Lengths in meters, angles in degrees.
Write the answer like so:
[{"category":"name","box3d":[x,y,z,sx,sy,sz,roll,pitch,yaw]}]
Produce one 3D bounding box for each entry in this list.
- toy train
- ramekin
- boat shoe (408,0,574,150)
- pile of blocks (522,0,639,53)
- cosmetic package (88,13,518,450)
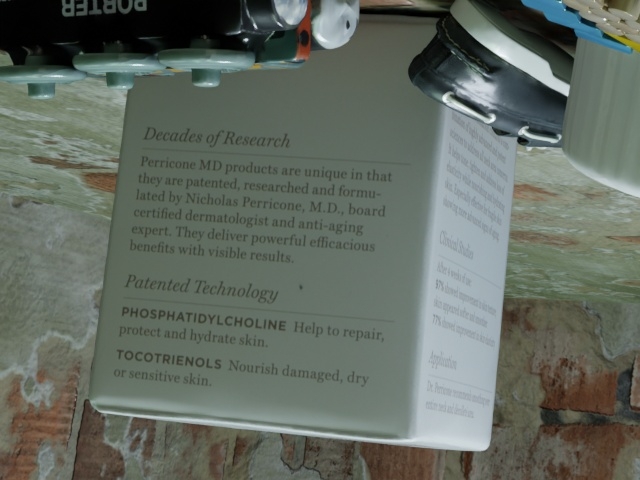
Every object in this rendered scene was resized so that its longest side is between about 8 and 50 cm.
[{"category":"toy train","box3d":[-0.131,-0.192,1.490,0.334,0.142,0.190,0,-178,34]},{"category":"ramekin","box3d":[0.322,-0.099,1.398,0.277,0.135,0.277,11,-167,-3]},{"category":"boat shoe","box3d":[0.186,-0.134,1.631,0.302,0.091,0.114,25,-156,-46]},{"category":"pile of blocks","box3d":[0.166,-0.209,1.149,0.362,0.112,0.149,25,176,-37]},{"category":"cosmetic package","box3d":[0.000,0.000,1.799,0.327,0.393,0.329,4,172,19]}]
